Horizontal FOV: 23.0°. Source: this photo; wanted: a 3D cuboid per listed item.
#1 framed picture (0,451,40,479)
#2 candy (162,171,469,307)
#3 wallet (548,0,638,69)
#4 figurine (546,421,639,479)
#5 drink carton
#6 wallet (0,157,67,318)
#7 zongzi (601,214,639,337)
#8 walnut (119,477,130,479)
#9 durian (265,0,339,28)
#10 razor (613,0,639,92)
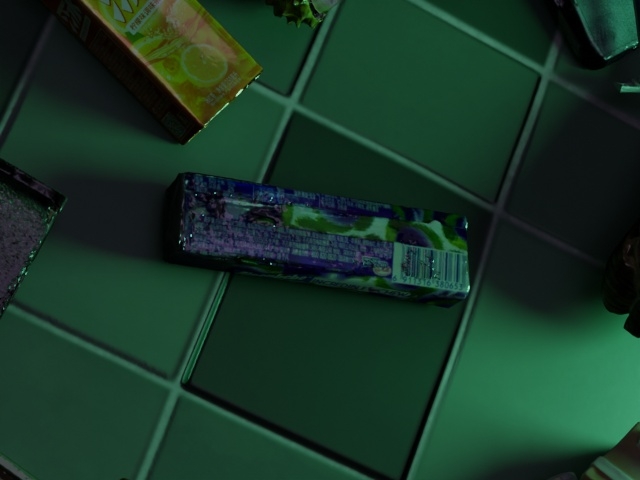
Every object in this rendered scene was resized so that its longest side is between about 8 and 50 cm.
[{"bbox_3d":[-0.312,0.347,1.332,0.240,0.020,0.324,37,65,-9],"label":"framed picture"},{"bbox_3d":[0.000,0.000,1.539,0.312,0.061,0.088,10,70,-21],"label":"candy"},{"bbox_3d":[0.406,-0.344,1.815,0.379,0.046,0.190,-27,86,-26],"label":"wallet"},{"bbox_3d":[0.280,0.289,1.544,0.162,0.141,0.237,36,64,22],"label":"figurine"},{"bbox_3d":[-0.171,-0.206,1.523,0.223,0.071,0.096,47,65,-4],"label":"drink carton"},{"bbox_3d":[-0.376,0.018,1.378,0.221,0.071,0.262,31,72,-12],"label":"wallet"},{"bbox_3d":[0.385,-0.072,1.695,0.289,0.154,0.317,-19,63,-22],"label":"zongzi"},{"bbox_3d":[-0.082,0.342,1.332,0.209,0.209,0.336,-35,85,-27],"label":"walnut"},{"bbox_3d":[-0.038,-0.264,1.570,0.119,0.187,0.108,-4,94,14],"label":"durian"},{"bbox_3d":[0.350,-0.255,1.725,0.068,0.037,0.191,0,80,-22],"label":"razor"}]
